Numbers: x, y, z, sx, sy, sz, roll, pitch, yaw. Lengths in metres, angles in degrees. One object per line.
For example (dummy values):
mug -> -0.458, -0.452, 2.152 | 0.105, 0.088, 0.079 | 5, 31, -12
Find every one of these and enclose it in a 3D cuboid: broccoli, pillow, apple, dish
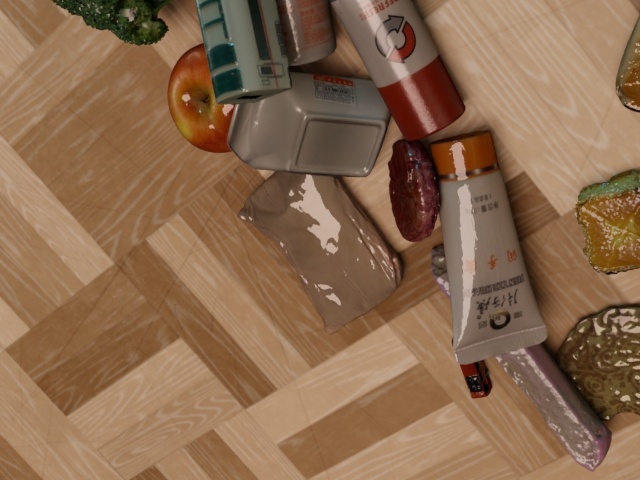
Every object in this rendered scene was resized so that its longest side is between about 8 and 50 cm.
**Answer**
broccoli -> -0.272, -0.407, 1.491 | 0.245, 0.265, 0.294 | -2, 130, -17
pillow -> 0.000, 0.000, 1.674 | 0.173, 0.067, 0.270 | -33, 101, 26
apple -> -0.133, -0.203, 1.580 | 0.163, 0.139, 0.163 | 8, 108, 27
dish -> -0.008, -0.144, 1.528 | 0.234, 0.064, 0.154 | 3, 124, -21

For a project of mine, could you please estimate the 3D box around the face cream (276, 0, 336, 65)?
face cream -> -0.047, -0.362, 1.478 | 0.101, 0.101, 0.251 | -1, 116, 22

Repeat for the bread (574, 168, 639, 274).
bread -> 0.415, -0.027, 1.496 | 0.140, 0.069, 0.128 | -15, 109, 31

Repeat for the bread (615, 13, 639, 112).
bread -> 0.423, -0.257, 1.381 | 0.073, 0.053, 0.214 | 23, 125, 14

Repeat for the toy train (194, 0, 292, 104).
toy train -> -0.129, -0.378, 1.418 | 0.086, 0.088, 0.407 | -12, 89, 48

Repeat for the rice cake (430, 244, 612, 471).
rice cake -> 0.294, 0.165, 1.625 | 0.064, 0.070, 0.399 | -35, 95, 32

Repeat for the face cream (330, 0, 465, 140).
face cream -> 0.105, -0.246, 1.484 | 0.096, 0.096, 0.214 | -21, 107, 29

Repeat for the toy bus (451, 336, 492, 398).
toy bus -> 0.229, 0.188, 1.697 | 0.031, 0.043, 0.110 | -12, 111, 26

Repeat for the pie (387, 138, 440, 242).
pie -> 0.128, -0.069, 1.554 | 0.038, 0.153, 0.153 | -9, 117, -11

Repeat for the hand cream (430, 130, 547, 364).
hand cream -> 0.215, 0.010, 1.541 | 0.140, 0.089, 0.314 | -17, 101, -10

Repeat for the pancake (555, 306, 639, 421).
pancake -> 0.459, 0.188, 1.617 | 0.235, 0.029, 0.212 | 15, 121, 13
